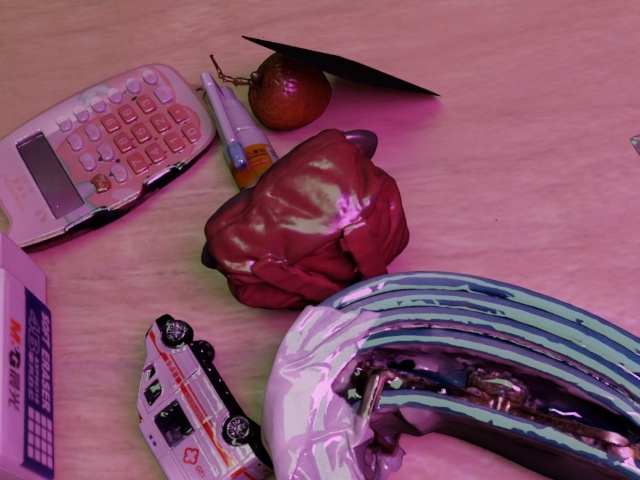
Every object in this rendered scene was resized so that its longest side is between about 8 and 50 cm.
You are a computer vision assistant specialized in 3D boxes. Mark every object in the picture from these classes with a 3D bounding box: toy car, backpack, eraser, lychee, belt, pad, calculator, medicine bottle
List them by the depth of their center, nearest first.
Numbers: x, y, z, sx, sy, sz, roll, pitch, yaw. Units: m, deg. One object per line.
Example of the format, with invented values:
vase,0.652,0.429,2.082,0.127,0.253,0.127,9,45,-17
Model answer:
belt,0.156,0.205,0.696,0.437,0.173,0.300,20,70,22
backpack,-0.001,-0.002,0.823,0.229,0.229,0.139,-30,62,-5
toy car,-0.138,0.180,0.824,0.108,0.089,0.209,-36,63,-3
eraser,-0.361,0.137,0.874,0.081,0.124,0.278,-15,60,3
pad,0.084,-0.149,0.905,0.323,0.250,0.055,47,117,21
medicine bottle,-0.096,-0.115,0.975,0.061,0.092,0.220,-31,59,6
lychee,-0.056,-0.190,1.001,0.140,0.101,0.114,-12,24,-14
calculator,-0.292,-0.118,1.050,0.330,0.048,0.220,-32,59,-9

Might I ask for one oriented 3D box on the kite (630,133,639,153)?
kite,0.477,-0.084,0.881,0.250,0.012,0.229,22,69,21
